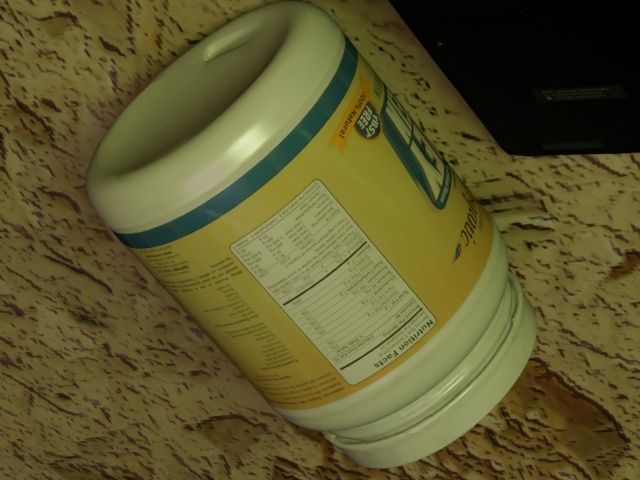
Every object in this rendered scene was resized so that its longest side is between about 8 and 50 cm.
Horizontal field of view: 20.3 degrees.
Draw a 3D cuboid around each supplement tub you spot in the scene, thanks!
[{"bbox_3d":[0.000,0.000,0.867,0.144,0.144,0.199,-24,118,33],"label":"supplement tub"}]

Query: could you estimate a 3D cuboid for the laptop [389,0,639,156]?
[{"bbox_3d":[0.201,-0.220,0.674,0.382,0.236,0.408,-1,159,24],"label":"laptop"}]
